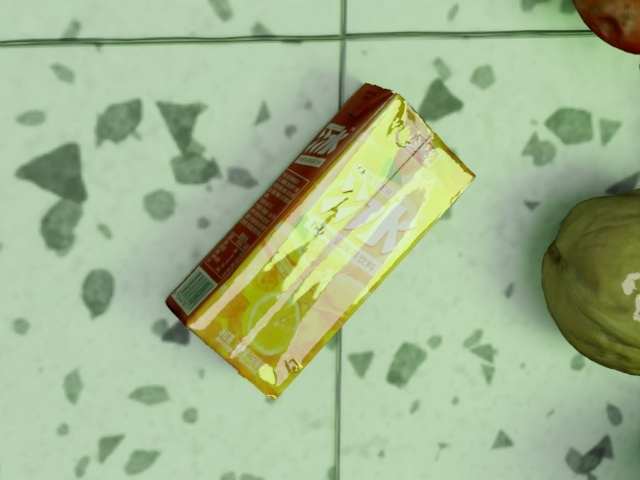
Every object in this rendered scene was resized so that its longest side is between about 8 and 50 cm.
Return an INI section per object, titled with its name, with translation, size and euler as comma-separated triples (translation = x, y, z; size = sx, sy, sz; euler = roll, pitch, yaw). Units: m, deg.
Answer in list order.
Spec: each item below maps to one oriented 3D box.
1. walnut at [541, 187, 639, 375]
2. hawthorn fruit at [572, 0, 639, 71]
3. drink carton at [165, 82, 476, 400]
[walnut]
translation = 0.252, 0.033, 0.996
size = 0.166, 0.149, 0.167
euler = 1, 127, 2
[hawthorn fruit]
translation = 0.253, -0.206, 0.927
size = 0.179, 0.179, 0.200
euler = -9, 123, -17
[drink carton]
translation = 0.000, 0.000, 0.940
size = 0.096, 0.071, 0.223
euler = 43, 86, -23
